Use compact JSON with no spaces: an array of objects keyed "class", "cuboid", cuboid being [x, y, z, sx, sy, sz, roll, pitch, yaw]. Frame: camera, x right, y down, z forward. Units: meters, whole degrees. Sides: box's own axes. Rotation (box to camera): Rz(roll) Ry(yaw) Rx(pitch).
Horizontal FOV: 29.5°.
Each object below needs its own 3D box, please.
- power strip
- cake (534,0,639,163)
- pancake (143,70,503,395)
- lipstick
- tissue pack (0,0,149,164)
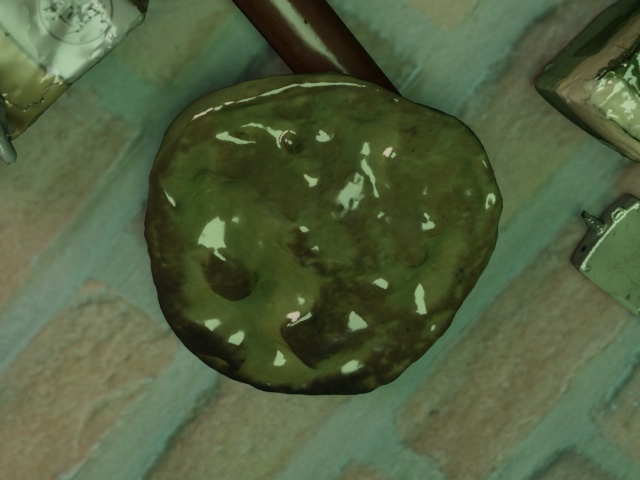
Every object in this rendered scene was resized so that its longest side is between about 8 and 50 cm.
[{"class":"power strip","cuboid":[0.303,0.038,1.047,0.227,0.029,0.080,36,100,-19]},{"class":"cake","cuboid":[0.278,-0.184,0.904,0.172,0.158,0.283,12,103,-13]},{"class":"pancake","cuboid":[0.000,0.000,0.939,0.295,0.049,0.294,-3,122,-5]},{"class":"lipstick","cuboid":[-0.053,-0.204,0.888,0.057,0.057,0.356,-41,111,4]},{"class":"tissue pack","cuboid":[-0.282,-0.184,0.762,0.238,0.238,0.305,-40,110,4]}]
